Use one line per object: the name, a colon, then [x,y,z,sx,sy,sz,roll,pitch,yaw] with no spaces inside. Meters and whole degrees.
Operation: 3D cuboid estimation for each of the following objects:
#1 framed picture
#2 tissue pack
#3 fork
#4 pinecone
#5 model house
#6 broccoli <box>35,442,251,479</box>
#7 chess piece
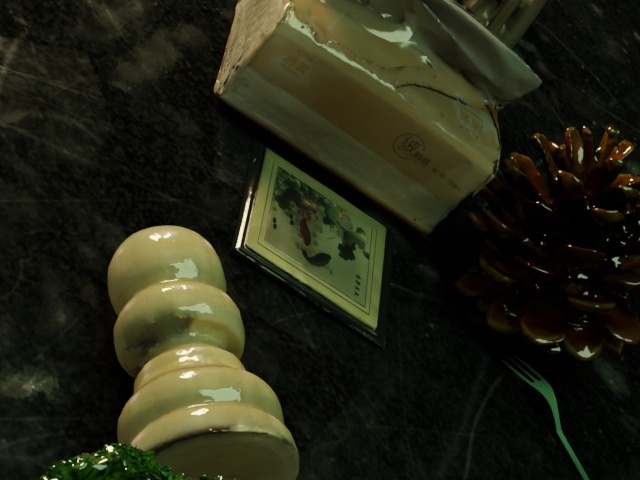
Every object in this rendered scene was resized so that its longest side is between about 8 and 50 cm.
framed picture: [0.000,0.000,1.487,0.199,0.010,0.195,33,36,-19]
tissue pack: [0.070,-0.197,1.579,0.305,0.238,0.238,33,35,-19]
fork: [0.273,0.221,1.545,0.039,0.021,0.235,-9,61,-48]
pinecone: [0.276,-0.007,1.593,0.264,0.264,0.264,29,37,-24]
model house: [0.145,-0.283,1.757,0.188,0.229,0.122,26,20,-34]
broccoli: [-0.089,0.262,0.877,0.297,0.297,0.298,5,65,-11]
chess piece: [-0.112,0.094,1.164,0.142,0.143,0.261,18,39,-35]
